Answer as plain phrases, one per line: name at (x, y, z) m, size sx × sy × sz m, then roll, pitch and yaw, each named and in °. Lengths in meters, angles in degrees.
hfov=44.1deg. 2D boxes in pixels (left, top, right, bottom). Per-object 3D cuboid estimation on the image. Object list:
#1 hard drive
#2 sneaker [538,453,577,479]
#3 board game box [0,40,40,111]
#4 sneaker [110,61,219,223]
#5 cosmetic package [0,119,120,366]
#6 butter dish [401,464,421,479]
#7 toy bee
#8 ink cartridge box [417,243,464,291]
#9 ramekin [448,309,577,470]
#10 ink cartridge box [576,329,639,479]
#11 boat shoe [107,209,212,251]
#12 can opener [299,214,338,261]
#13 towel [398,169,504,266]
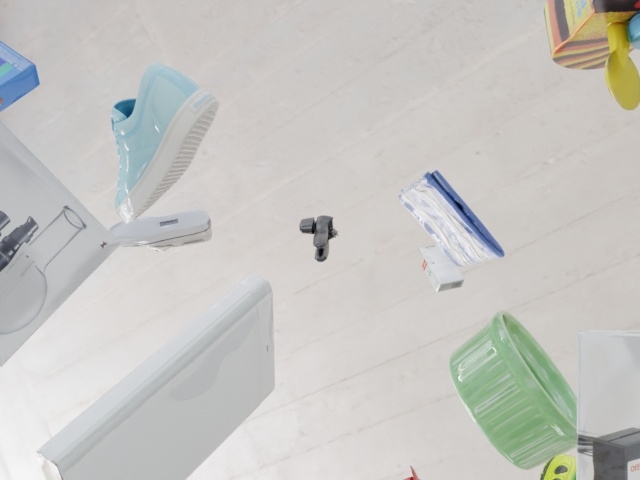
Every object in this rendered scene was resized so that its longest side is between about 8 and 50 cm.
hard drive at (-0.163, 0.197, 0.885) m, size 0.040 × 0.307 × 0.203 m, roll 26°, pitch 136°, yaw 26°
sneaker at (0.391, 0.495, 1.251) m, size 0.124 × 0.109 × 0.295 m, roll 17°, pitch 85°, yaw -3°
board game box at (-0.541, -0.222, 1.133) m, size 0.160 × 0.210 × 0.047 m, roll 35°, pitch 148°, yaw 15°
sneaker at (-0.305, -0.175, 1.390) m, size 0.150 × 0.135 × 0.366 m, roll 43°, pitch 133°, yaw 0°
cosmetic package at (-0.558, -0.026, 1.272) m, size 0.097 × 0.284 × 0.377 m, roll 2°, pitch 137°, yaw 54°
butter dish at (0.173, 0.587, 1.678) m, size 0.118 × 0.159 × 0.160 m, roll -14°, pitch 49°, yaw 0°
toy bee at (0.258, -0.231, 0.667) m, size 0.298 × 0.162 × 0.195 m, roll 113°, pitch 150°, yaw -57°
ink cartridge box at (0.260, 0.058, 1.730) m, size 0.029 × 0.063 × 0.115 m, roll 102°, pitch 150°, yaw -44°
ramekin at (0.389, 0.302, 1.564) m, size 0.148 × 0.303 × 0.303 m, roll -38°, pitch 77°, yaw 16°
ink cartridge box at (0.396, 0.269, 0.950) m, size 0.129 × 0.223 × 0.307 m, roll -2°, pitch 78°, yaw 33°
boat shoe at (-0.414, -0.013, 2.050) m, size 0.096 × 0.268 × 0.088 m, roll -110°, pitch 10°, yaw -47°
can opener at (0.000, 0.000, 1.498) m, size 0.073 × 0.186 × 0.059 m, roll -14°, pitch 111°, yaw 3°
towel at (0.242, -0.034, 1.511) m, size 0.034 × 0.285 × 0.209 m, roll -41°, pitch 89°, yaw -6°
